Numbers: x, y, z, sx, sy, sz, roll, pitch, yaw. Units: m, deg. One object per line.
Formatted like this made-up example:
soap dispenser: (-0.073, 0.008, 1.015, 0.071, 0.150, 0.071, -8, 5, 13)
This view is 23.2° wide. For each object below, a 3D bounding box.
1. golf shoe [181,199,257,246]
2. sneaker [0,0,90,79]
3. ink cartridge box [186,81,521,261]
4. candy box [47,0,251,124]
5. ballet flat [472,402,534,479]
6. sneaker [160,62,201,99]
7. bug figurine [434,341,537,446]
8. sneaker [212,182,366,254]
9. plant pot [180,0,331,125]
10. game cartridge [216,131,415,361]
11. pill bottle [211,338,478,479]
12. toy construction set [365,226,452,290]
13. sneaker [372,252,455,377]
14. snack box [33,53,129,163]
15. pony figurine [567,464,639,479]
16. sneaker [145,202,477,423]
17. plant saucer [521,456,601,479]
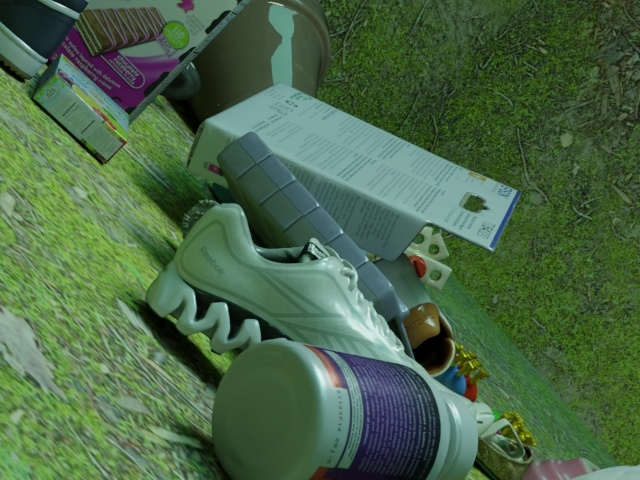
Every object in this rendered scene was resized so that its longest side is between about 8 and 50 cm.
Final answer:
golf shoe: (-0.074, 0.040, 1.536, 0.176, 0.069, 0.086, 54, -4, 7)
sneaker: (-0.344, -0.311, 1.560, 0.282, 0.153, 0.099, 44, 6, -8)
ink cartridge box: (0.048, -0.065, 1.739, 0.330, 0.071, 0.324, 26, 16, 6)
candy box: (-0.204, -0.262, 1.775, 0.159, 0.233, 0.071, 45, 6, -2)
ballet flat: (0.196, 0.236, 1.925, 0.206, 0.067, 0.073, 39, 10, -42)
sneaker: (-0.253, -0.251, 2.116, 0.234, 0.078, 0.106, 37, 13, -31)
bug figurine: (0.203, 0.212, 2.098, 0.216, 0.072, 0.279, 53, 4, 13)
sneaker: (0.000, 0.000, 1.916, 0.208, 0.127, 0.319, 40, 9, -31)
plant pot: (-0.099, -0.232, 2.333, 0.263, 0.263, 0.229, 40, 26, -40)
game cartridge: (0.016, 0.059, 1.526, 0.230, 0.068, 0.355, 54, -8, 29)
pill bottle: (0.025, 0.137, 1.126, 0.193, 0.108, 0.108, 15, 27, -45)
toy construction set: (0.052, 0.002, 2.195, 0.215, 0.151, 0.328, 44, -4, -17)
sneaker: (0.088, 0.117, 1.744, 0.123, 0.106, 0.290, 56, -6, 16)
snack box: (-0.246, -0.139, 1.617, 0.100, 0.037, 0.141, 45, 6, -15)
pony figurine: (0.428, 0.353, 1.719, 0.363, 0.351, 0.303, 63, 6, -15)
sneaker: (0.009, 0.073, 1.263, 0.292, 0.118, 0.110, 29, -2, -10)
plant saucer: (0.415, 0.414, 2.127, 0.332, 0.084, 0.332, 45, 6, -6)
